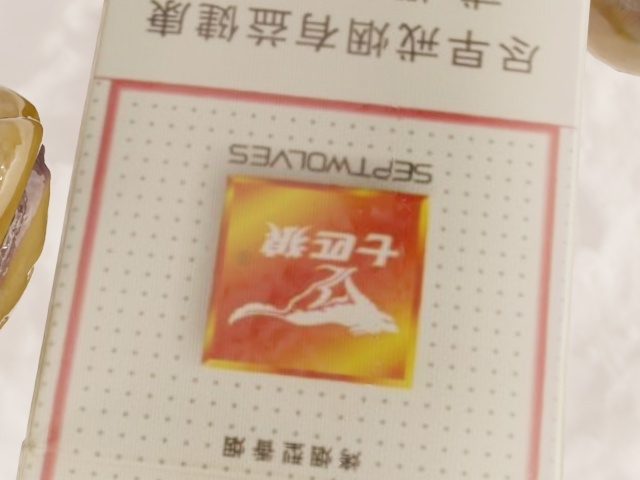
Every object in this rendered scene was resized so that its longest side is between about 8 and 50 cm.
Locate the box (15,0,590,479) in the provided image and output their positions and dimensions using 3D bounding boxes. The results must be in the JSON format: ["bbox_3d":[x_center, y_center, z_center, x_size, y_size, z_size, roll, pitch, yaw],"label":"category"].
[{"bbox_3d":[-0.001,0.000,0.767,0.210,0.095,0.330,6,65,2],"label":"box"}]

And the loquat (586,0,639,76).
[{"bbox_3d":[0.228,-0.178,1.195,0.163,0.163,0.137,-38,60,9],"label":"loquat"}]

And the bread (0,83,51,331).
[{"bbox_3d":[-0.207,-0.031,0.725,0.225,0.081,0.134,26,117,23],"label":"bread"}]
